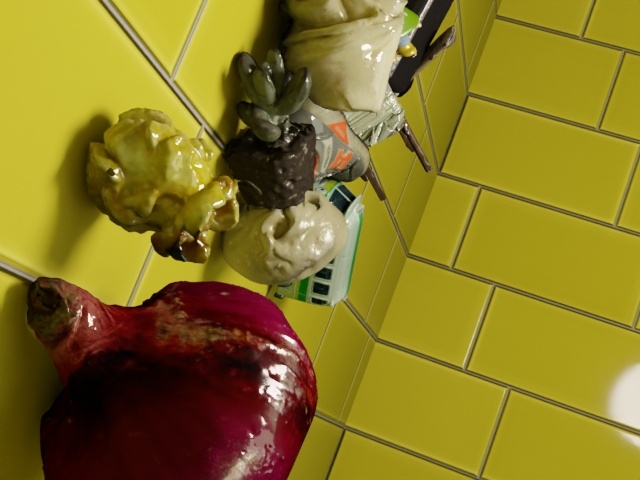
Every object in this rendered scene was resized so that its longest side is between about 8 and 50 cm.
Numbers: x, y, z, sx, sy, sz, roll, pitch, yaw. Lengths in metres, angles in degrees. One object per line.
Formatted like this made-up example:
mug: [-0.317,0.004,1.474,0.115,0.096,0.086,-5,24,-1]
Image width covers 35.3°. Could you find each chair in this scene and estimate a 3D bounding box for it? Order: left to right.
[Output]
chair: [0.095,-0.265,2.147,0.319,0.160,0.186,58,1,-24]

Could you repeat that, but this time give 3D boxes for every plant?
plant: [-0.084,-0.186,1.674,0.149,0.146,0.274,-73,168,-48]

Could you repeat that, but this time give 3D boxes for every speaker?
speaker: [0.185,-0.546,2.258,0.388,0.184,0.180,-62,165,6]

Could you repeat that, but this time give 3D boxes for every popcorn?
popcorn: [-0.197,-0.076,1.280,0.173,0.195,0.168,-40,154,-55]

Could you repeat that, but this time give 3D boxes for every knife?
knife: [0.231,-0.404,2.396,0.365,0.043,0.089,-37,-145,60]

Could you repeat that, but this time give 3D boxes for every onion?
onion: [-0.218,0.191,1.304,0.398,0.398,0.420,-62,141,-32]

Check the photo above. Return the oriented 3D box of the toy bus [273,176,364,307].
toy bus: [0.000,0.000,2.148,0.133,0.164,0.276,-51,155,-56]

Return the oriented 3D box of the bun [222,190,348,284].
bun: [-0.069,-0.023,1.797,0.231,0.231,0.133,-57,142,-44]

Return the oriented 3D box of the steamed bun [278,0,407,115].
steamed bun: [0.026,-0.372,1.724,0.320,0.206,0.275,-97,-157,-55]

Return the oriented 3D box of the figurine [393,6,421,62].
figurine: [0.113,-0.470,1.944,0.143,0.162,0.263,-113,-178,-58]

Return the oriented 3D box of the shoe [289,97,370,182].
shoe: [-0.012,-0.158,1.968,0.171,0.132,0.336,-59,154,-10]
